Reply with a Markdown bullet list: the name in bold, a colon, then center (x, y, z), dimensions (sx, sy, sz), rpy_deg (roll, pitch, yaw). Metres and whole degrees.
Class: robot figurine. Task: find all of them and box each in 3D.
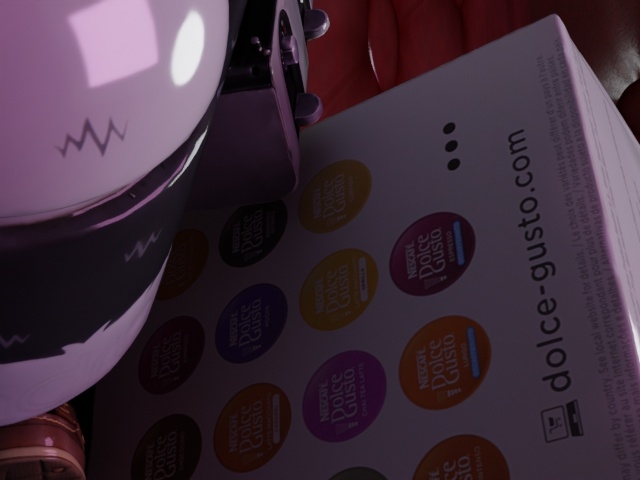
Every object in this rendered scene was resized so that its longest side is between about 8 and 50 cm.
- **robot figurine**: center (-0.134, -0.039, 0.441), dimensions (0.278, 0.173, 0.209), rpy_deg (117, -12, -53)

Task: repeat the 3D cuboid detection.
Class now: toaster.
- **toaster**: center (-0.092, -0.108, 0.690), dimensions (0.110, 0.185, 0.168), rpy_deg (70, 18, -48)

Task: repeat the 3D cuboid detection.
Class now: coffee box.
- **coffee box**: center (0.087, 0.143, 0.735), dimensions (0.338, 0.334, 0.338), rpy_deg (43, 35, -43)

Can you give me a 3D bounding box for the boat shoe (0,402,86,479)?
- **boat shoe**: center (-0.149, 0.104, 0.583), dimensions (0.178, 0.064, 0.060), rpy_deg (122, -35, -68)
